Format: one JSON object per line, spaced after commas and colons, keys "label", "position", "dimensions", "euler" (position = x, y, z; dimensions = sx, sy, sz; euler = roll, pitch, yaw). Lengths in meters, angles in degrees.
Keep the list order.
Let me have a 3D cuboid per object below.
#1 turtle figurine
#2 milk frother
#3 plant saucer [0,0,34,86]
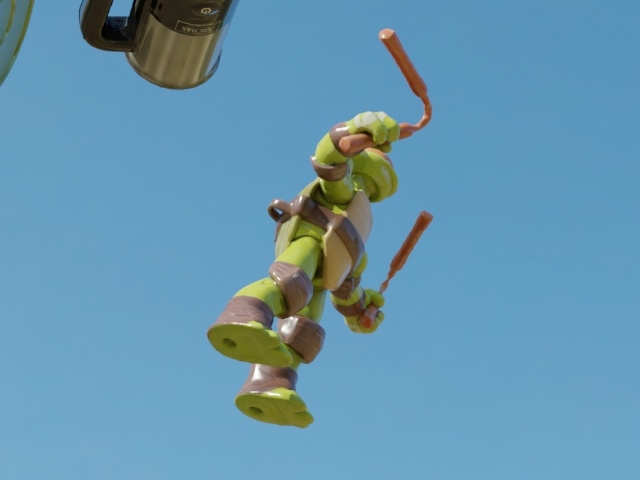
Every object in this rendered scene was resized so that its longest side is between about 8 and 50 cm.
{"label": "turtle figurine", "position": [0.000, 0.000, 1.235], "dimensions": [0.087, 0.217, 0.269], "euler": [21, -35, 14]}
{"label": "milk frother", "position": [-0.124, -0.221, 1.504], "dimensions": [0.129, 0.143, 0.135], "euler": [14, -31, -10]}
{"label": "plant saucer", "position": [-0.347, -0.233, 1.946], "dimensions": [0.037, 0.241, 0.241], "euler": [19, -32, 6]}
